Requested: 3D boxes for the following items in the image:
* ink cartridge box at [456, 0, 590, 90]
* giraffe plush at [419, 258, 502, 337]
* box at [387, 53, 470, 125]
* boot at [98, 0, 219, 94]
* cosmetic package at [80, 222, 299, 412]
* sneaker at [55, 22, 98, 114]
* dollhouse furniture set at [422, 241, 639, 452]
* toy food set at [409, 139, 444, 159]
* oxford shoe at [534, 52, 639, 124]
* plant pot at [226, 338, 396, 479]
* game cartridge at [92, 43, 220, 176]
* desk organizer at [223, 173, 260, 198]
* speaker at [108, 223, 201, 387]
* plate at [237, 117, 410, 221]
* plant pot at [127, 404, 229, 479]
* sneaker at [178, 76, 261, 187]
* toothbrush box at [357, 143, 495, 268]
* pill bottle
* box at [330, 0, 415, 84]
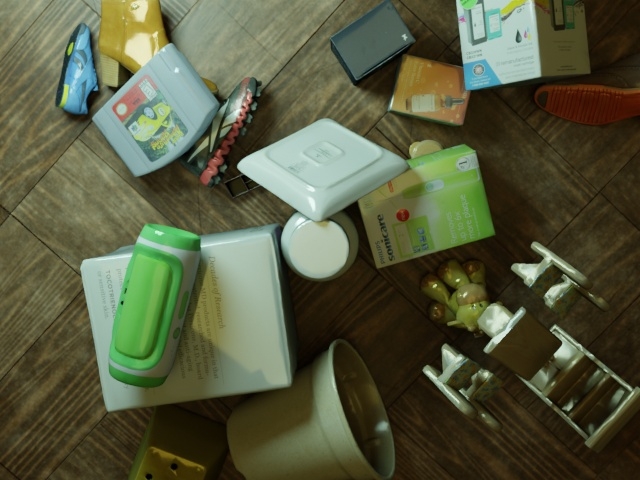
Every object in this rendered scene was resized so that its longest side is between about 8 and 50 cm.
[{"bbox_3d":[0.433,-0.475,1.627,0.197,0.198,0.269,-13,98,-39],"label":"ink cartridge box"},{"bbox_3d":[0.342,0.152,1.751,0.181,0.170,0.210,-34,95,4],"label":"giraffe plush"},{"bbox_3d":[0.253,-0.343,1.734,0.171,0.091,0.130,12,97,0],"label":"box"},{"bbox_3d":[-0.368,-0.443,1.714,0.295,0.104,0.211,10,107,8],"label":"boot"},{"bbox_3d":[-0.266,0.156,1.680,0.394,0.329,0.327,-8,95,1],"label":"cosmetic package"},{"bbox_3d":[-0.555,-0.397,1.759,0.082,0.069,0.209,12,88,-33],"label":"sneaker"},{"bbox_3d":[0.497,0.272,1.622,0.362,0.256,0.394,-50,137,5],"label":"dollhouse furniture set"},{"bbox_3d":[0.254,-0.196,1.787,0.083,0.020,0.082,-11,97,2],"label":"toy food set"},{"bbox_3d":[0.677,-0.353,1.733,0.364,0.130,0.132,3,64,7],"label":"oxford shoe"},{"bbox_3d":[-0.032,0.436,1.738,0.306,0.334,0.333,-24,96,15],"label":"plant pot"},{"bbox_3d":[-0.367,-0.274,1.688,0.294,0.060,0.196,-34,99,33],"label":"game cartridge"},{"bbox_3d":[-0.160,-0.144,1.783,0.130,0.050,0.047,-24,96,3],"label":"desk organizer"},{"bbox_3d":[-0.319,0.124,1.450,0.131,0.131,0.296,15,95,-1],"label":"speaker"},{"bbox_3d":[0.004,-0.173,1.635,0.278,0.277,0.045,-32,139,-29],"label":"plate"},{"bbox_3d":[-0.344,0.539,1.798,0.212,0.187,0.212,22,96,-2],"label":"plant pot"},{"bbox_3d":[-0.238,-0.266,1.745,0.135,0.097,0.276,29,98,-5],"label":"sneaker"},{"bbox_3d":[0.233,-0.081,1.740,0.283,0.122,0.206,-15,105,4],"label":"toothbrush box"},{"bbox_3d":[0.000,0.000,1.671,0.169,0.301,0.169,0,97,1],"label":"pill bottle"},{"bbox_3d":[0.112,-0.431,1.666,0.153,0.207,0.108,-33,95,4],"label":"box"}]
